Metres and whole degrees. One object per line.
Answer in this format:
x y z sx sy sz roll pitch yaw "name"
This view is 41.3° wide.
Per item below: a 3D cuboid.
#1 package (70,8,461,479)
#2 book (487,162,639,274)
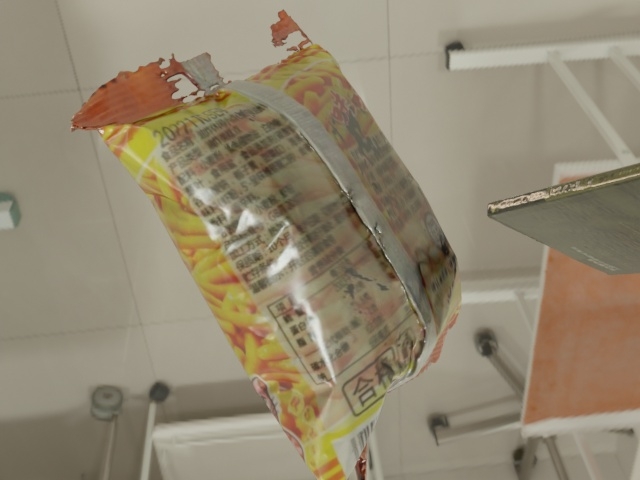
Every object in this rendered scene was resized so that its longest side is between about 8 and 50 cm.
0.003 -0.004 0.538 0.108 0.223 0.288 -21 103 35 "package"
0.271 -0.013 0.744 0.160 0.228 0.024 23 77 -17 "book"
